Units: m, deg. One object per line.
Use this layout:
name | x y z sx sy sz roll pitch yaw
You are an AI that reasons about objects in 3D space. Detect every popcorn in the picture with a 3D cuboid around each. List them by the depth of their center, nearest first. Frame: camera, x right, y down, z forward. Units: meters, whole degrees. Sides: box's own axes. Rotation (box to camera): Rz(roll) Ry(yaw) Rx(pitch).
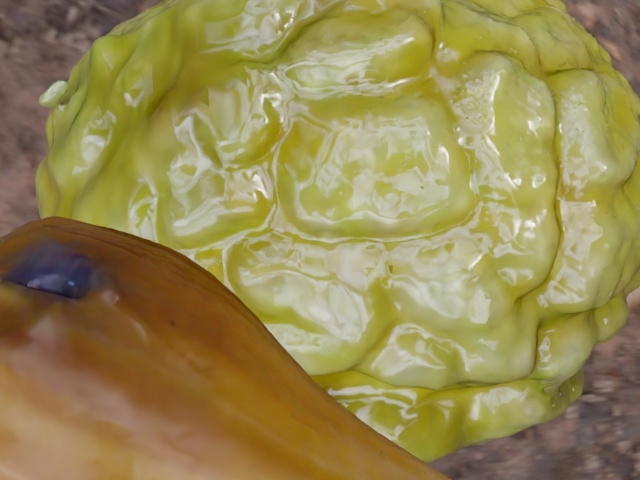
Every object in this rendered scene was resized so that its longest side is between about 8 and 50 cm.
popcorn | 0.000 0.000 0.737 0.237 0.206 0.251 22 117 -3

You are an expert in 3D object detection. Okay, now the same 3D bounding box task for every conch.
conch | -0.028 0.055 0.492 0.330 0.109 0.093 14 126 24
